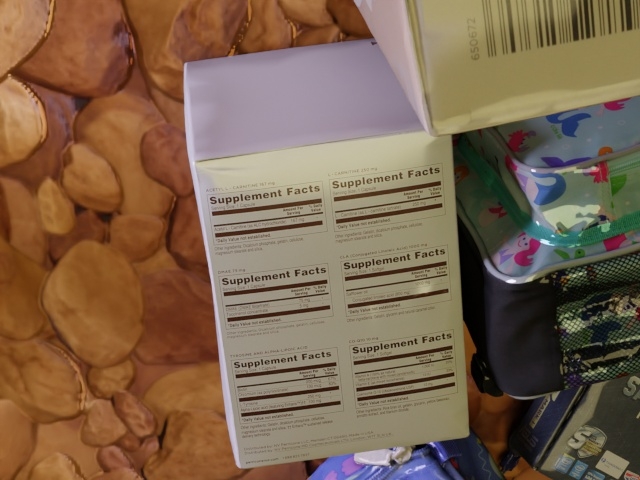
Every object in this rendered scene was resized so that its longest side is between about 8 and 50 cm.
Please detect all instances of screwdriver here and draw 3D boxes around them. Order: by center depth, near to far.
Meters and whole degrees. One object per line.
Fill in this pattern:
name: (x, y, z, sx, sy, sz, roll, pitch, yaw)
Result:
screwdriver: (0.136, 0.187, 1.071, 0.024, 0.025, 0.170, 22, 118, -16)

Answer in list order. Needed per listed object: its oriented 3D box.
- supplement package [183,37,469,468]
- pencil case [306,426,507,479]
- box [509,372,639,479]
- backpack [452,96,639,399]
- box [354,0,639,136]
supplement package: (0.000, 0.000, 0.871, 0.149, 0.194, 0.203, -8, 114, -4)
pencil case: (-0.002, 0.233, 1.013, 0.306, 0.119, 0.133, -37, 142, 10)
box: (0.285, 0.130, 1.019, 0.232, 0.059, 0.183, 29, 95, -18)
backpack: (0.204, -0.029, 0.868, 0.253, 0.225, 0.191, -9, 120, -7)
box: (0.088, -0.174, 0.739, 0.147, 0.311, 0.121, -12, 114, 0)
